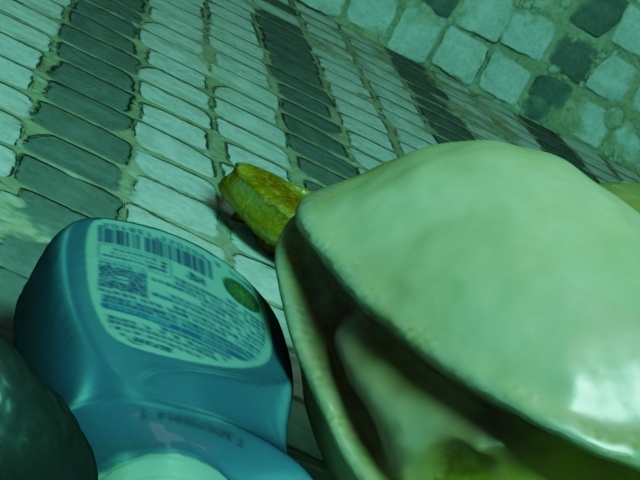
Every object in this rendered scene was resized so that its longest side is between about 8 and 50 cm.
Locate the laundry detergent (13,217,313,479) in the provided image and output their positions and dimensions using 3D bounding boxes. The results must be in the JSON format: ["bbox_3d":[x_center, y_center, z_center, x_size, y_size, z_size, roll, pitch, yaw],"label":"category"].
[{"bbox_3d":[-0.075,0.089,0.776,0.143,0.094,0.290,30,16,-17],"label":"laundry detergent"}]

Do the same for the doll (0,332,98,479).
[{"bbox_3d":[-0.162,0.074,0.575,0.234,0.143,0.135,39,-7,40],"label":"doll"}]

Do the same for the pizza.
[{"bbox_3d":[-0.001,0.000,1.308,0.134,0.046,0.175,11,22,-48],"label":"pizza"}]

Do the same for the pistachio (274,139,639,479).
[{"bbox_3d":[0.086,0.066,0.872,0.230,0.230,0.309,22,23,-23],"label":"pistachio"}]

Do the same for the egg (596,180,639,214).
[{"bbox_3d":[0.214,0.065,1.182,0.201,0.201,0.244,31,26,11],"label":"egg"}]
